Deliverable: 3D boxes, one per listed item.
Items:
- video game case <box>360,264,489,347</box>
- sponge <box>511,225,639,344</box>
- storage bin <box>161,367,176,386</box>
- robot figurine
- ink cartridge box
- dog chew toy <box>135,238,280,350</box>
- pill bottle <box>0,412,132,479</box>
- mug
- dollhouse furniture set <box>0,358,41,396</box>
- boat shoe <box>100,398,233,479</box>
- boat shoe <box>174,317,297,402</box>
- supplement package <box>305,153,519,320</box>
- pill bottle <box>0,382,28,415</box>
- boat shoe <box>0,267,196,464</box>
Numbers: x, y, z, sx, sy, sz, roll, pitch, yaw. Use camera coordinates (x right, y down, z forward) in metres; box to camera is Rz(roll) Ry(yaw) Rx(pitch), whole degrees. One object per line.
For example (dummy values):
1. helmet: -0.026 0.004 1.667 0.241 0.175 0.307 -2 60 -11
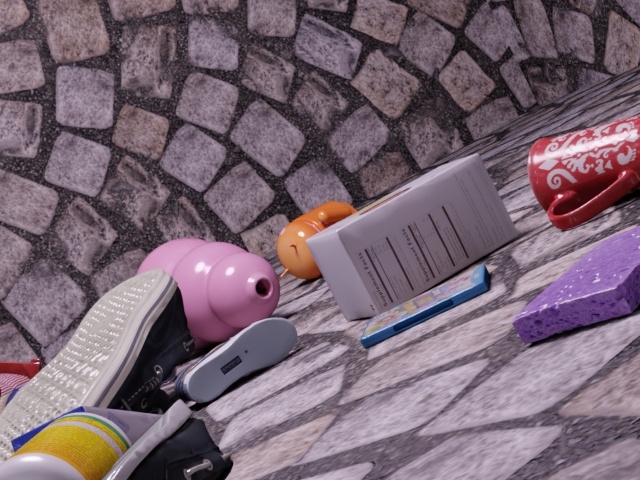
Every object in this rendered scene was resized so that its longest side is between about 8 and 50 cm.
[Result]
1. video game case: 0.131 0.080 1.641 0.166 0.015 0.119 -26 4 11
2. sponge: 0.273 0.032 1.240 0.117 0.031 0.210 -24 6 39
3. storage bin: -0.347 0.216 2.227 0.180 0.122 0.084 -28 4 -14
4. robot figurine: 0.000 -0.002 2.659 0.158 0.128 0.219 -12 14 46
5. ink cartridge box: -0.254 0.233 1.512 0.097 0.046 0.207 -27 -17 13
6. dog chew toy: -0.192 0.091 2.339 0.207 0.206 0.332 -30 13 -34
7. pill bottle: -0.263 0.253 1.302 0.118 0.117 0.208 -26 5 13
8. mug: 0.373 -0.084 1.731 0.113 0.150 0.169 19 -26 -41
9. dollhouse furniture set: -0.678 0.292 2.230 0.374 0.152 0.201 0 9 6
10. boat shoe: -0.140 0.219 1.123 0.114 0.091 0.302 -46 0 18
11. boat shoe: -0.122 0.164 1.847 0.183 0.065 0.083 -30 6 -23
12. supplement package: 0.127 -0.003 1.860 0.244 0.133 0.139 -29 4 -21
13. pill bottle: -0.431 0.277 2.018 0.219 0.122 0.123 -25 5 27
14. boat shoe: -0.297 0.212 1.848 0.187 0.156 0.500 -20 18 22
